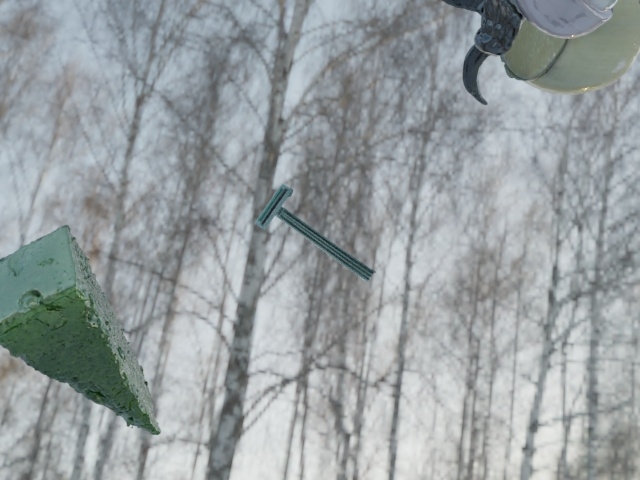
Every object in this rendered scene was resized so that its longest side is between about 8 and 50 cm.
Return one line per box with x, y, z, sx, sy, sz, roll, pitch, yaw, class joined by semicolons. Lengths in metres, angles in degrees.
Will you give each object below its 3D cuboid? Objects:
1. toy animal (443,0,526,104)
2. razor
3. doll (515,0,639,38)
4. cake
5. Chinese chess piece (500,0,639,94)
0.194;-0.233;1.120;0.160;0.272;0.197;-22;-56;0;toy animal
-0.002;-0.001;1.497;0.191;0.068;0.037;35;-1;-26;razor
0.268;-0.280;1.043;0.094;0.160;0.365;-30;-7;42;doll
-0.201;0.089;1.004;0.099;0.100;0.235;-37;-47;9;cake
0.390;-0.397;1.689;0.140;0.338;0.338;3;-28;-16;Chinese chess piece
